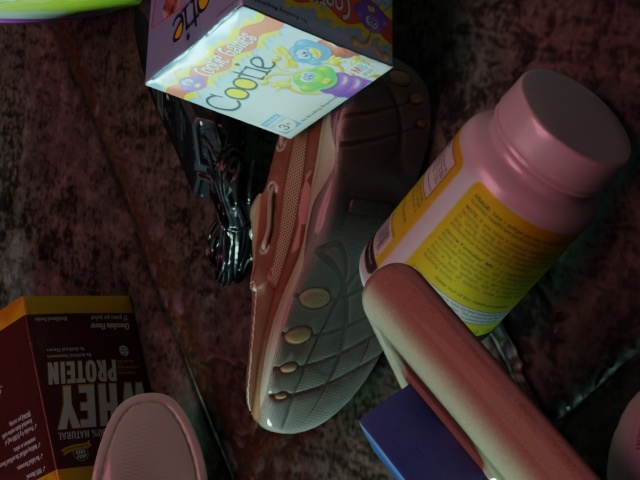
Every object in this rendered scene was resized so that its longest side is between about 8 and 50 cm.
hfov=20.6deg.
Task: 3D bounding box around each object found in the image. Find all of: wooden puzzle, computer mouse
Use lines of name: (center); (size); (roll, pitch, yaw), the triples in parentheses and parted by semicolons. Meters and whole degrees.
wooden puzzle: (0.134, 0.221, 1.204); (0.322, 0.080, 0.348); (51, 167, 36)
computer mouse: (-0.098, -0.110, 1.599); (0.188, 0.072, 0.272); (97, 154, -58)

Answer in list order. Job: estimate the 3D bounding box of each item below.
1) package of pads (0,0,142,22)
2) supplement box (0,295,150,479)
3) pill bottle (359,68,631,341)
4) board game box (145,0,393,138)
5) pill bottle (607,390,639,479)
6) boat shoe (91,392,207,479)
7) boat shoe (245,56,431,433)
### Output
package of pads: (-0.284, -0.263, 1.654); (0.229, 0.296, 0.101); (-4, 92, 48)
supplement box: (-0.273, 0.177, 1.755); (0.191, 0.129, 0.194); (-30, 67, 43)
pill bottle: (0.130, -0.022, 1.322); (0.208, 0.119, 0.119); (-51, 54, 34)
board game box: (-0.037, -0.247, 1.410); (0.144, 0.142, 0.275); (-31, 49, 47)
pill bottle: (0.334, 0.131, 1.056); (0.301, 0.169, 0.169); (-24, 71, 45)
boat shoe: (-0.150, 0.295, 1.637); (0.114, 0.091, 0.302); (-1, 80, 4)
boat shoe: (0.000, 0.000, 1.477); (0.116, 0.123, 0.324); (21, 95, 50)
